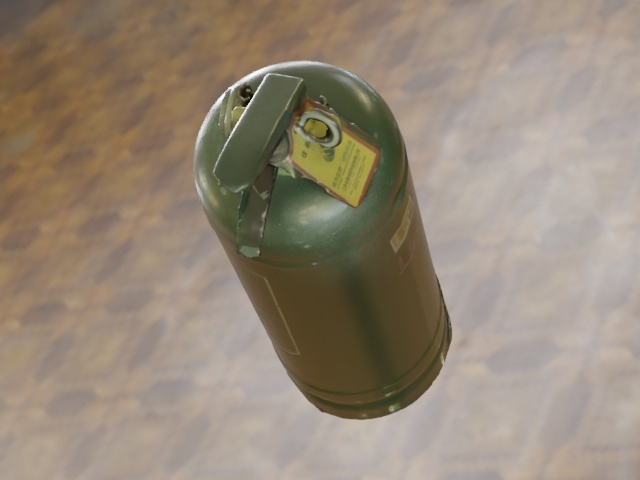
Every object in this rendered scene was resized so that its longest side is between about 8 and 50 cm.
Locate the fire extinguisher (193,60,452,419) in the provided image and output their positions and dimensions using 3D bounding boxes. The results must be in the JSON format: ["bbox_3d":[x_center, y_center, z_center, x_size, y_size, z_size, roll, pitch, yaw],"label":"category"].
[{"bbox_3d":[0.000,0.000,0.886,0.095,0.311,0.114,14,68,15],"label":"fire extinguisher"}]
